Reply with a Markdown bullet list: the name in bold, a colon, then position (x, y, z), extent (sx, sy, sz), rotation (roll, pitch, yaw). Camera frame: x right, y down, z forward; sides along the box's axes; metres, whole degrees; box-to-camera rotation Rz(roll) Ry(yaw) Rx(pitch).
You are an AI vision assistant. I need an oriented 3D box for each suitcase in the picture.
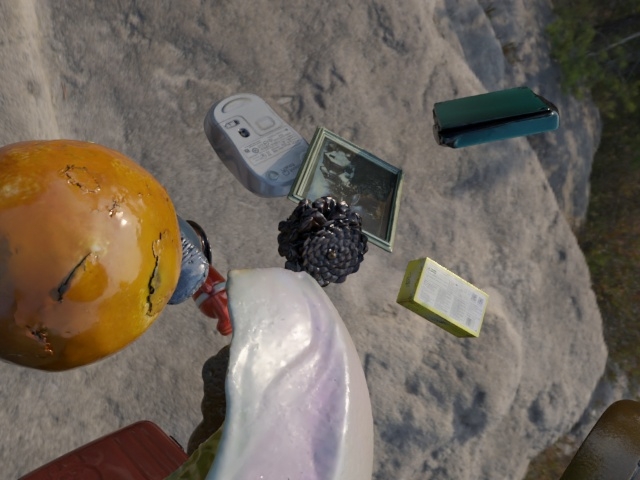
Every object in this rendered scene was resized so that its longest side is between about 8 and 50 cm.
- **suitcase**: position (-0.228, 0.382, 0.716), extent (0.236, 0.297, 0.161), rotation (-16, 127, -44)

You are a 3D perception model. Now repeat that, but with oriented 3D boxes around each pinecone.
- **pinecone**: position (0.000, -0.001, 0.866), extent (0.140, 0.121, 0.140), rotation (-15, 130, -18)

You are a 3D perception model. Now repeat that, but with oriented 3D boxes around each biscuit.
- **biscuit**: position (-0.135, 0.335, 0.975), extent (0.183, 0.047, 0.320), rotation (-15, 87, 2)

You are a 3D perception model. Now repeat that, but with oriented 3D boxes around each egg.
- **egg**: position (-0.045, 0.178, 0.391), extent (0.271, 0.162, 0.206), rotation (-44, 141, -6)

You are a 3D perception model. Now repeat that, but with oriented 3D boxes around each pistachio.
- **pistachio**: position (-0.376, 0.046, 1.621), extent (0.165, 0.130, 0.210), rotation (6, 81, 13)

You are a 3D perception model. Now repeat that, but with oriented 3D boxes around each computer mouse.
- **computer mouse**: position (0.365, 0.301, 0.711), extent (0.245, 0.126, 0.056), rotation (-42, 149, -22)
- **computer mouse**: position (-0.140, -0.200, 1.319), extent (0.184, 0.121, 0.297), rotation (-34, 73, -31)

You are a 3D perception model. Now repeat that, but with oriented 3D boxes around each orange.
- **orange**: position (-0.268, 0.015, 0.618), extent (0.246, 0.246, 0.246), rotation (-1, 92, -23)

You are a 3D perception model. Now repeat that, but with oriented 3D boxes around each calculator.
- **calculator**: position (0.374, -0.275, 1.312), extent (0.248, 0.274, 0.058), rotation (-9, 114, 8)

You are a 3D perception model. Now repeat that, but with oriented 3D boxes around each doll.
- **doll**: position (-0.284, 0.055, 1.263), extent (0.105, 0.200, 0.336), rotation (-34, 82, -11)

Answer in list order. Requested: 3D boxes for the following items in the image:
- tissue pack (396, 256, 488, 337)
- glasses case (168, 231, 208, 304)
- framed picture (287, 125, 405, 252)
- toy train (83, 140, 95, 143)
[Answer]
- **tissue pack**: position (0.244, 0.116, 1.171), extent (0.176, 0.062, 0.095), rotation (29, 68, -21)
- **glasses case**: position (-0.304, -0.008, 0.976), extent (0.282, 0.067, 0.109), rotation (42, 73, 13)
- **framed picture**: position (0.068, -0.120, 1.217), extent (0.232, 0.019, 0.296), rotation (27, 39, -9)
- **toy train**: position (-0.417, -0.102, 1.088), extent (0.204, 0.083, 0.131), rotation (25, 109, -44)
